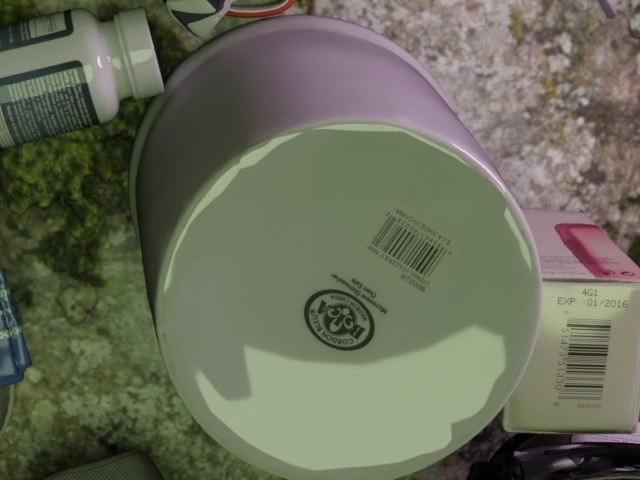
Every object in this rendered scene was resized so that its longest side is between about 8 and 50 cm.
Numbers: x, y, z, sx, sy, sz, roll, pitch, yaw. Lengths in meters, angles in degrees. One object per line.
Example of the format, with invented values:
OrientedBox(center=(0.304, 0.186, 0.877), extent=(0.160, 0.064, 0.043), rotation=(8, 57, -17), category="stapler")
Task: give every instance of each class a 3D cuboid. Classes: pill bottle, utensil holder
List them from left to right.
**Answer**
OrientedBox(center=(-0.236, -0.149, 1.655), extent=(0.180, 0.108, 0.108), rotation=(-14, 108, -2), category="pill bottle")
OrientedBox(center=(0.000, 0.000, 1.584), extent=(0.328, 0.385, 0.327), rotation=(-2, 107, -6), category="utensil holder")

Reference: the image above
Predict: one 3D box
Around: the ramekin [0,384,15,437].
OrientedBox(center=(-0.393, 0.153, 1.727), extent=(0.207, 0.109, 0.207), rotation=(-2, 107, -7), category="ramekin")

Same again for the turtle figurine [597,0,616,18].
OrientedBox(center=(0.190, -0.353, 1.565), extent=(0.275, 0.266, 0.198), rotation=(26, 85, -1), category="turtle figurine")

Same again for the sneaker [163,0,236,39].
OrientedBox(center=(-0.108, -0.291, 1.581), extent=(0.153, 0.235, 0.094), rotation=(36, 57, -4), category="sneaker")

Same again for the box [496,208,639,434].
OrientedBox(center=(0.211, 0.070, 1.709), extent=(0.127, 0.232, 0.148), rotation=(2, 107, -8), category="box")

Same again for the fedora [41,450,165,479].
OrientedBox(center=(-0.224, 0.284, 1.754), extent=(0.275, 0.244, 0.124), rotation=(-28, 79, 11), category="fedora")

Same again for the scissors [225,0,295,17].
OrientedBox(center=(-0.165, -0.257, 1.676), extent=(0.297, 0.021, 0.109), rotation=(-1, 109, -8), category="scissors")

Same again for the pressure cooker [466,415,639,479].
OrientedBox(center=(0.286, 0.363, 1.694), extent=(0.370, 0.375, 0.420), rotation=(-18, 133, -37), category="pressure cooker")

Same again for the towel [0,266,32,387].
OrientedBox(center=(-0.414, -0.005, 1.630), extent=(0.243, 0.040, 0.336), rotation=(-16, 93, -1), category="towel")
